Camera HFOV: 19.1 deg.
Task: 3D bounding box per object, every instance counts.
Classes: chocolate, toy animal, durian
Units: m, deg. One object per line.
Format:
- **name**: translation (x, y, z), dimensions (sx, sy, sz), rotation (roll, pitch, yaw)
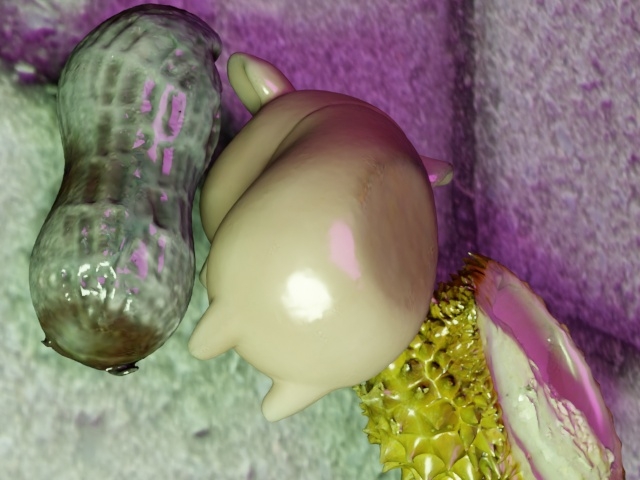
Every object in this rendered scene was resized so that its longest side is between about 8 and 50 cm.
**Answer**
- **chocolate**: translation (-0.119, -0.039, 1.166), dimensions (0.110, 0.110, 0.248), rotation (28, 54, -33)
- **toy animal**: translation (-0.002, -0.010, 1.204), dimensions (0.166, 0.154, 0.250), rotation (46, 21, -24)
- **durian**: translation (0.114, 0.118, 1.303), dimensions (0.250, 0.138, 0.183), rotation (41, 17, -34)
